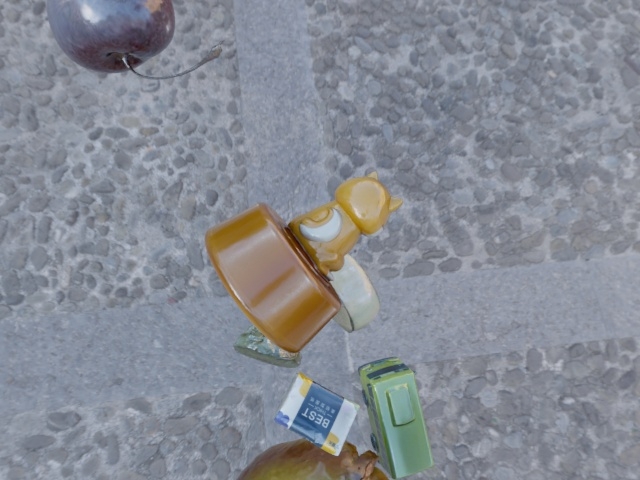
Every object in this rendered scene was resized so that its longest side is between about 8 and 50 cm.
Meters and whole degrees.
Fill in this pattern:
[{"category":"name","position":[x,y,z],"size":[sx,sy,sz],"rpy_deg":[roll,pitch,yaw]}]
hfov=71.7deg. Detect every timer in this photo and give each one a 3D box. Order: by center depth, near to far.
[{"category":"timer","position":[0.000,0.000,0.384],"size":[0.152,0.132,0.132],"rpy_deg":[-37,81,2]}]

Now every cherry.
[{"category":"cherry","position":[-0.190,-0.250,0.455],"size":[0.188,0.115,0.148],"rpy_deg":[-10,56,26]}]

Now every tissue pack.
[{"category":"tissue pack","position":[-0.005,0.199,0.512],"size":[0.083,0.042,0.062],"rpy_deg":[29,68,2]}]

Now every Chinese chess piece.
[{"category":"Chinese chess piece","position":[0.026,0.063,0.589],"size":[0.051,0.122,0.122],"rpy_deg":[-34,80,-16]}]

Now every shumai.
[{"category":"shumai","position":[-0.088,0.177,0.807],"size":[0.123,0.099,0.087],"rpy_deg":[26,64,-18]}]

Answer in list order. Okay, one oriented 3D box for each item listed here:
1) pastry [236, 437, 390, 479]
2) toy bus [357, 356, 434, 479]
[{"category":"pastry","position":[-0.007,0.469,0.640],"size":[0.356,0.164,0.356],"rpy_deg":[-2,86,25]},{"category":"toy bus","position":[0.128,0.298,0.758],"size":[0.088,0.101,0.175],"rpy_deg":[-12,90,-11]}]
